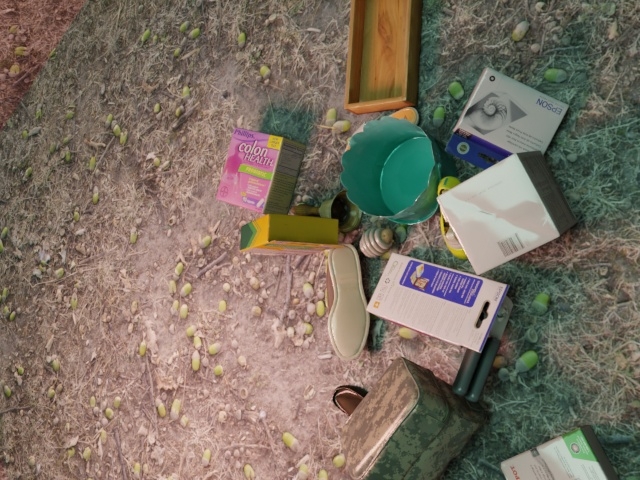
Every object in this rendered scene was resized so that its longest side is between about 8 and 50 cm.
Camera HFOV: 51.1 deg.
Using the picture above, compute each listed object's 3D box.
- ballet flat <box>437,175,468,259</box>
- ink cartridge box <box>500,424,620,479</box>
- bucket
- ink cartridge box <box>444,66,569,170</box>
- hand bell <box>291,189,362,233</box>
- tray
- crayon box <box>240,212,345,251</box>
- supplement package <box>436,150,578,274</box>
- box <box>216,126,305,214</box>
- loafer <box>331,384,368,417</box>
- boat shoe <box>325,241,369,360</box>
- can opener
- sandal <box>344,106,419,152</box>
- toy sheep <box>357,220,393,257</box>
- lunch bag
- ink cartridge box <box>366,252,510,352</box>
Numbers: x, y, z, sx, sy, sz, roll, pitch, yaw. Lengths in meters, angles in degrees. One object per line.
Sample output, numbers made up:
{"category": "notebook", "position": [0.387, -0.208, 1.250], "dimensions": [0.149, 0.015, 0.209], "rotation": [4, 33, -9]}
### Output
{"category": "ballet flat", "position": [0.330, -0.045, 1.668], "dimensions": [0.077, 0.077, 0.231], "rotation": [-4, 112, 27]}
{"category": "ink cartridge box", "position": [0.534, 0.524, 1.494], "dimensions": [0.208, 0.087, 0.153], "rotation": [-34, 65, 27]}
{"category": "bucket", "position": [0.213, -0.178, 1.771], "dimensions": [0.281, 0.183, 0.281], "rotation": [-6, 80, 36]}
{"category": "ink cartridge box", "position": [0.450, -0.273, 1.627], "dimensions": [0.223, 0.045, 0.224], "rotation": [24, 101, 0]}
{"category": "hand bell", "position": [-0.004, -0.090, 1.983], "dimensions": [0.242, 0.126, 0.126], "rotation": [7, 87, 49]}
{"category": "tray", "position": [0.183, -0.579, 1.918], "dimensions": [0.203, 0.076, 0.410], "rotation": [0, 82, 36]}
{"category": "crayon box", "position": [-0.083, -0.015, 1.865], "dimensions": [0.323, 0.203, 0.083], "rotation": [167, 106, -67]}
{"category": "supplement package", "position": [0.432, -0.070, 1.520], "dimensions": [0.199, 0.263, 0.198], "rotation": [-30, 83, 29]}
{"category": "box", "position": [-0.190, -0.214, 2.110], "dimensions": [0.214, 0.117, 0.243], "rotation": [19, 94, 36]}
{"category": "loafer", "position": [0.112, 0.458, 1.816], "dimensions": [0.220, 0.078, 0.080], "rotation": [21, 96, 36]}
{"category": "boat shoe", "position": [0.069, 0.171, 1.879], "dimensions": [0.117, 0.097, 0.324], "rotation": [-5, 82, -5]}
{"category": "can opener", "position": [0.390, 0.250, 1.615], "dimensions": [0.280, 0.074, 0.093], "rotation": [-66, 11, -20]}
{"category": "sandal", "position": [0.153, -0.302, 1.893], "dimensions": [0.265, 0.076, 0.102], "rotation": [-34, 63, 30]}
{"category": "toy sheep", "position": [0.151, 0.003, 1.853], "dimensions": [0.132, 0.091, 0.091], "rotation": [-36, 63, 42]}
{"category": "lunch bag", "position": [0.230, 0.474, 1.629], "dimensions": [0.305, 0.256, 0.212], "rotation": [-56, 19, 14]}
{"category": "ink cartridge box", "position": [0.293, 0.153, 1.677], "dimensions": [0.371, 0.069, 0.175], "rotation": [16, 77, 49]}
